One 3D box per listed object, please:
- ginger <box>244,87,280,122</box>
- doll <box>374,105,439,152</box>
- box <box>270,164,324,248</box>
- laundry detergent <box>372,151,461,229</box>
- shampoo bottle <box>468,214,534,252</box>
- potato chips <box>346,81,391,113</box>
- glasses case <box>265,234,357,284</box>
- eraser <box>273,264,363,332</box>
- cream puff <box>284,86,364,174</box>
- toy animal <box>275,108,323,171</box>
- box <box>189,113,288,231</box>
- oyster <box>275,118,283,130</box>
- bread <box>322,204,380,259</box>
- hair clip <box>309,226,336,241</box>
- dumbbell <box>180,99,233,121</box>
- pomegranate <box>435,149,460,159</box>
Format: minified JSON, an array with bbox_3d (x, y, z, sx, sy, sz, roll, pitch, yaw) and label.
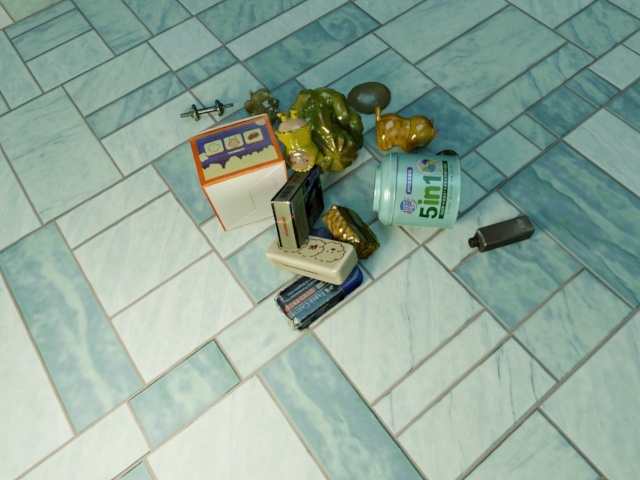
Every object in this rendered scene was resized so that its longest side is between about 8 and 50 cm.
[{"bbox_3d":[-0.272,-0.628,2.102,0.157,0.102,0.216,-40,69,10],"label":"ginger"},{"bbox_3d":[0.358,-0.472,1.957,0.269,0.162,0.167,6,48,-5],"label":"doll"},{"bbox_3d":[-0.077,-0.133,1.693,0.084,0.198,0.310,3,33,19],"label":"box"},{"bbox_3d":[0.360,-0.193,1.741,0.304,0.287,0.288,4,63,5],"label":"laundry detergent"},{"bbox_3d":[0.695,-0.021,1.749,0.245,0.079,0.080,-15,62,-4],"label":"shampoo bottle"},{"bbox_3d":[0.230,-0.689,2.125,0.207,0.062,0.196,7,66,5],"label":"potato chips"},{"bbox_3d":[-0.036,0.057,1.662,0.336,0.076,0.144,12,50,33],"label":"glasses case"},{"bbox_3d":[-0.002,0.187,1.673,0.332,0.102,0.155,-35,66,-13],"label":"eraser"},{"bbox_3d":[0.036,-0.430,1.840,0.378,0.378,0.275,-43,32,-17],"label":"cream puff"},{"bbox_3d":[-0.087,-0.371,1.667,0.155,0.230,0.156,-11,33,8],"label":"toy animal"},{"bbox_3d":[-0.300,-0.261,1.779,0.318,0.349,0.257,-20,64,-5],"label":"box"},{"bbox_3d":[-0.185,-0.535,2.088,0.051,0.034,0.093,46,62,5],"label":"oyster"},{"bbox_3d":[0.118,-0.034,1.743,0.096,0.181,0.222,-46,61,22],"label":"bread"},{"bbox_3d":[0.000,0.000,1.799,0.195,0.052,0.124,6,69,1],"label":"hair clip"},{"bbox_3d":[-0.534,-0.613,2.121,0.253,0.082,0.082,-13,63,-3],"label":"dumbbell"},{"bbox_3d":[0.530,-0.318,1.888,0.130,0.130,0.131,-1,63,3],"label":"pomegranate"}]
